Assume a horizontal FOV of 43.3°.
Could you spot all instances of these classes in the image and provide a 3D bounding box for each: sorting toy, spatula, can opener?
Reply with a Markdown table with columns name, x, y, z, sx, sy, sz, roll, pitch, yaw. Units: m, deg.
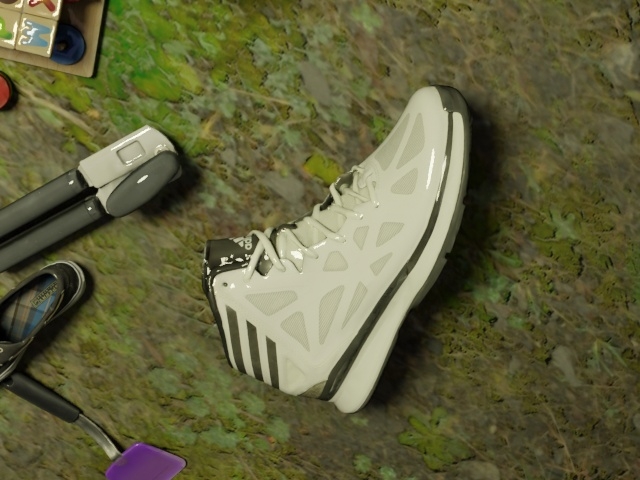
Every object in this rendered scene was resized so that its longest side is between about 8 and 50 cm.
| name | x | y | z | sx | sy | sz | roll | pitch | yaw |
| --- | --- | --- | --- | --- | --- | --- | --- | --- | --- |
| sorting toy | -0.313 | -0.269 | 0.905 | 0.132 | 0.046 | 0.275 | 12 | 108 | -11 |
| spatula | -0.322 | 0.262 | 1.113 | 0.296 | 0.030 | 0.084 | 41 | 103 | -19 |
| can opener | -0.297 | -0.043 | 0.966 | 0.283 | 0.095 | 0.076 | -28 | 111 | 4 |

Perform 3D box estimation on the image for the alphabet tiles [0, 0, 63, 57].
| name | x | y | z | sx | sy | sz | roll | pitch | yaw |
| --- | --- | --- | --- | --- | --- | --- | --- | --- | --- |
| alphabet tiles | -0.358 | -0.333 | 0.855 | 0.198 | 0.009 | 0.237 | 13 | 97 | 2 |

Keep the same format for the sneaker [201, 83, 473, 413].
| name | x | y | z | sx | sy | sz | roll | pitch | yaw |
| --- | --- | --- | --- | --- | --- | --- | --- | --- | --- |
| sneaker | 0.000 | 0.001 | 0.978 | 0.257 | 0.169 | 0.448 | 16 | 110 | -14 |

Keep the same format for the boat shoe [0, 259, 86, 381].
| name | x | y | z | sx | sy | sz | roll | pitch | yaw |
| --- | --- | --- | --- | --- | --- | --- | --- | --- | --- |
| boat shoe | -0.392 | 0.112 | 1.012 | 0.228 | 0.076 | 0.080 | -39 | 86 | 7 |
